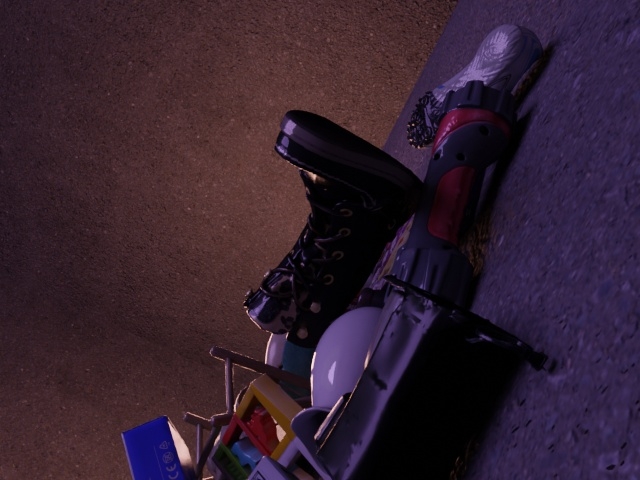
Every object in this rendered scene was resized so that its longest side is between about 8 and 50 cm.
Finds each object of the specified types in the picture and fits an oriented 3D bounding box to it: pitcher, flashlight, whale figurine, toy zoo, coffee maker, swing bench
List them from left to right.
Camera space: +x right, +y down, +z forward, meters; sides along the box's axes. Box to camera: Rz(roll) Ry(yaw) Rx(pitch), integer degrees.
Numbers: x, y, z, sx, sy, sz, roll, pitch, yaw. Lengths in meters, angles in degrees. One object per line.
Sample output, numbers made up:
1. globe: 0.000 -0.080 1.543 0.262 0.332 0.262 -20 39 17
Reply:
1. swing bench: -0.103 0.338 1.163 0.165 0.254 0.253 -100 27 -45
2. toy zoo: -0.057 0.316 0.902 0.030 0.192 0.293 -26 -26 -41
3. whale figurine: -0.020 0.267 1.381 0.272 0.141 0.216 22 -108 -71
4. pitcher: 0.048 0.194 0.758 0.207 0.125 0.178 -60 -36 -54
5. coffee maker: 0.079 0.137 0.541 0.171 0.120 0.178 -121 55 -86
6. flashlight: 0.170 -0.052 0.780 0.103 0.103 0.304 117 172 -63

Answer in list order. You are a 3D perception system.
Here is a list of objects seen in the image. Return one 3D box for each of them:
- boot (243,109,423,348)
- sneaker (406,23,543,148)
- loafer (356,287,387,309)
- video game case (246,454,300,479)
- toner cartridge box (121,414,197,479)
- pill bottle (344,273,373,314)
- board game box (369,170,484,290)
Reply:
1. boot: 0.000 0.000 0.846 0.284 0.138 0.377 -57 -20 7
2. sneaker: 0.217 -0.207 0.913 0.237 0.086 0.085 -42 49 40
3. loafer: 0.061 0.152 0.959 0.302 0.095 0.109 119 174 -54
4. video game case: -0.073 0.378 0.616 0.269 0.061 0.244 -54 20 -12
5. toner cartridge box: -0.198 0.452 0.936 0.165 0.075 0.348 90 156 -56
6. pill bottle: 0.053 0.131 1.381 0.086 0.086 0.152 -71 6 -62
7. board game box: 0.166 -0.023 1.034 0.208 0.056 0.347 -62 0 -35
